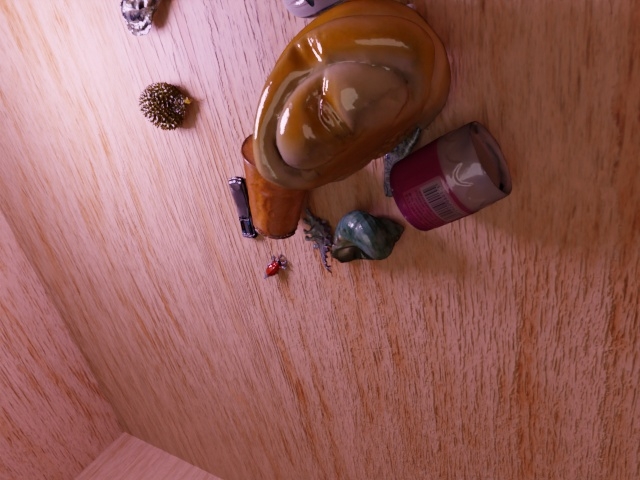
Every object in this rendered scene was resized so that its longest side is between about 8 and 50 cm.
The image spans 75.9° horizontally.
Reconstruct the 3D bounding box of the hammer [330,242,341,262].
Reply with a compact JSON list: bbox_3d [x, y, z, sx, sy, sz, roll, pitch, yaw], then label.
[{"bbox_3d":[0.049,0.027,1.208,0.083,0.031,0.052,39,128,21],"label":"hammer"}]

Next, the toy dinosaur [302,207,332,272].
[{"bbox_3d":[-0.001,0.001,1.199,0.082,0.039,0.208,-14,98,34],"label":"toy dinosaur"}]

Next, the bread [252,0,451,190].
[{"bbox_3d":[0.051,-0.255,0.825,0.424,0.245,0.329,-32,121,32],"label":"bread"}]

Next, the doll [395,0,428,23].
[{"bbox_3d":[0.136,-0.445,0.839,0.163,0.062,0.106,29,146,11],"label":"doll"}]

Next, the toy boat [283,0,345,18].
[{"bbox_3d":[0.023,-0.543,0.813,0.270,0.141,0.140,-17,107,24],"label":"toy boat"}]

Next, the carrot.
[{"bbox_3d":[-0.113,-0.152,1.130,0.196,0.196,0.254,25,139,18],"label":"carrot"}]

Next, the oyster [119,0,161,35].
[{"bbox_3d":[-0.465,-0.670,1.085,0.252,0.087,0.199,0,107,39],"label":"oyster"}]

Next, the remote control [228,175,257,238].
[{"bbox_3d":[-0.247,-0.103,1.317,0.059,0.028,0.212,7,121,31],"label":"remote control"}]

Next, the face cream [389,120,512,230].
[{"bbox_3d":[0.272,-0.130,0.867,0.195,0.175,0.175,-25,102,40],"label":"face cream"}]

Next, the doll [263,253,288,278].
[{"bbox_3d":[-0.156,0.090,1.369,0.057,0.039,0.114,30,123,-28],"label":"doll"}]

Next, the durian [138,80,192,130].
[{"bbox_3d":[-0.469,-0.402,1.236,0.208,0.102,0.146,3,113,27],"label":"durian"}]

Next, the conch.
[{"bbox_3d":[0.117,-0.005,1.082,0.188,0.121,0.175,6,141,32],"label":"conch"}]

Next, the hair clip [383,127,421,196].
[{"bbox_3d":[0.186,-0.198,0.974,0.066,0.036,0.229,30,130,23],"label":"hair clip"}]
